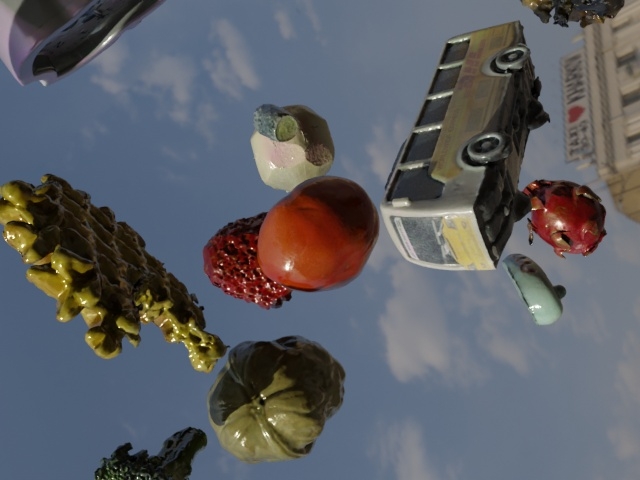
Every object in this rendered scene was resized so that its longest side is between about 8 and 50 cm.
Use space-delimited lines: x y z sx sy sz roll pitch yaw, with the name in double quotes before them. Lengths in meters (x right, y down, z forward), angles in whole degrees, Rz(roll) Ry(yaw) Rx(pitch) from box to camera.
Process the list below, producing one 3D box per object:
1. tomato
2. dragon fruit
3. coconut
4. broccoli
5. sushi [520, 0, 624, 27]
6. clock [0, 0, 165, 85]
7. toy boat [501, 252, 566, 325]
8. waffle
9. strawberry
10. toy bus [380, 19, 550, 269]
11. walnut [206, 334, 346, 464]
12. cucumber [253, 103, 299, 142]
"tomato" 0.002 -0.004 1.416 0.259 0.260 0.180 -4 -141 -49
"dragon fruit" 0.433 -0.047 1.279 0.136 0.133 0.166 -38 -102 -29
"coconut" -0.075 -0.239 1.980 0.227 0.227 0.231 2 -110 -48
"broccoli" -0.276 0.401 1.276 0.164 0.146 0.304 22 -171 9
"sushi" 0.498 -0.515 1.367 0.204 0.200 0.213 -10 -116 -32
"clock" -0.368 -0.378 1.135 0.102 0.338 0.338 53 -140 -9
"toy boat" 0.418 0.089 1.399 0.134 0.078 0.208 63 -172 -10
"waffle" -0.223 0.029 0.788 0.260 0.069 0.293 48 -179 18
"strawberry" -0.161 0.045 1.578 0.178 0.234 0.234 -3 -106 -37
"toy bus" 0.169 -0.118 0.806 0.097 0.138 0.343 61 -140 -37
"walnut" -0.094 0.330 1.529 0.253 0.282 0.277 32 -168 11
"cucumber" -0.080 -0.212 1.296 0.064 0.112 0.064 -7 -72 -22
